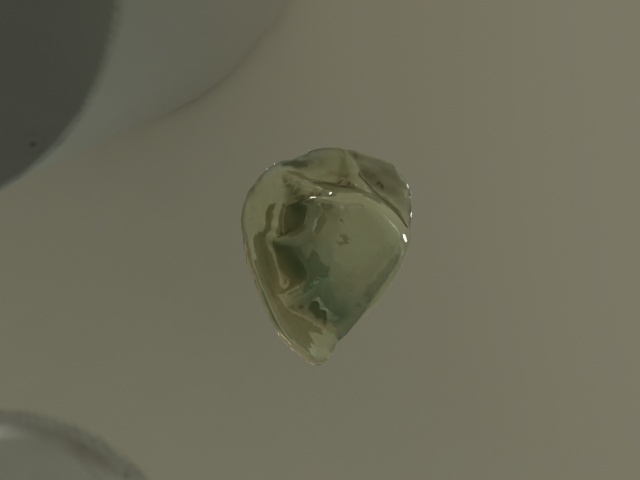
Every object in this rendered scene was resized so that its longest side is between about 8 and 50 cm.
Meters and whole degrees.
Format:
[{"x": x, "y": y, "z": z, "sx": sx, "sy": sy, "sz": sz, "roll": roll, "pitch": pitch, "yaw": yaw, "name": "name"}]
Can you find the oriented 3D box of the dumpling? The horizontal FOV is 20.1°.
[{"x": 0.000, "y": -0.001, "z": 0.611, "sx": 0.059, "sy": 0.043, "sz": 0.077, "roll": 36, "pitch": -99, "yaw": -19, "name": "dumpling"}]
